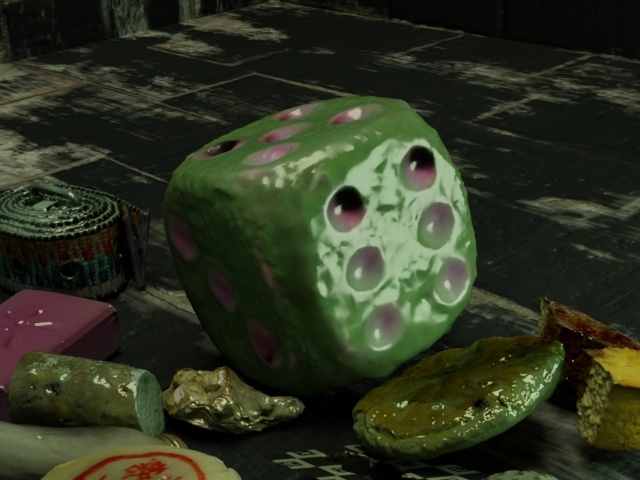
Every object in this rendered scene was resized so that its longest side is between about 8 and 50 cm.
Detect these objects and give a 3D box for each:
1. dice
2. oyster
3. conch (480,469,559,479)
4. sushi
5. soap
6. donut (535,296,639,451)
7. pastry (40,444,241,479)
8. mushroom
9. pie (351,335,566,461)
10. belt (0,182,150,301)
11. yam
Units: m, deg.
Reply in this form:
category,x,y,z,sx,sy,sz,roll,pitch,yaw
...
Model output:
category,x,y,z,sx,sy,sz,roll,pitch,yaw
dice,0.000,0.000,1.615,0.318,0.322,0.330,-28,22,-28
oyster,-0.115,0.198,1.552,0.191,0.081,0.163,10,13,-2
conch,0.195,0.294,1.197,0.200,0.131,0.172,12,28,31
sushi,0.065,0.281,1.347,0.192,0.051,0.215,1,3,-37
soap,-0.425,0.163,1.669,0.181,0.081,0.259,8,26,26
donut,0.362,0.174,1.475,0.151,0.112,0.295,15,16,-12
pastry,-0.196,0.309,1.226,0.264,0.133,0.265,-6,20,2
mushroom,-0.322,0.251,1.355,0.351,0.097,0.109,4,-15,-21
pie,0.162,0.185,1.438,0.277,0.079,0.277,-19,4,1
belt,-0.433,-0.009,1.980,0.295,0.161,0.206,18,31,42
yam,-0.290,0.205,1.517,0.194,0.107,0.107,6,24,20
